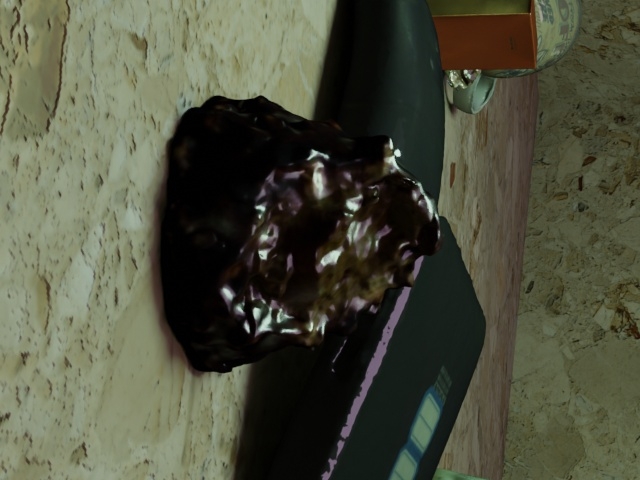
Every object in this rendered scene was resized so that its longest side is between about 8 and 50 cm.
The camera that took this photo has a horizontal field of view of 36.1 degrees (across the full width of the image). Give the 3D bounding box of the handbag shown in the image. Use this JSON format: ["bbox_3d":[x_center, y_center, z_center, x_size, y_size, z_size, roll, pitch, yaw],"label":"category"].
[{"bbox_3d":[0.206,-0.294,1.382,0.127,0.190,0.062,62,35,-60],"label":"handbag"}]

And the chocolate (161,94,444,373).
[{"bbox_3d":[0.000,0.000,0.744,0.224,0.177,0.206,71,26,-46],"label":"chocolate"}]

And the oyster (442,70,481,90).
[{"bbox_3d":[0.224,-0.378,1.551,0.166,0.094,0.294,9,70,-60],"label":"oyster"}]

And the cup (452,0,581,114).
[{"bbox_3d":[0.304,-0.358,1.760,0.257,0.227,0.301,-30,147,-56],"label":"cup"}]

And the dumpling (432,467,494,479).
[{"bbox_3d":[0.191,0.428,1.415,0.321,0.270,0.211,41,24,-38],"label":"dumpling"}]

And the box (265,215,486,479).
[{"bbox_3d":[0.064,0.171,0.978,0.350,0.091,0.359,-66,157,-14],"label":"box"}]

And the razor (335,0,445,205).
[{"bbox_3d":[0.076,-0.127,1.095,0.204,0.114,0.348,57,37,-58],"label":"razor"}]
